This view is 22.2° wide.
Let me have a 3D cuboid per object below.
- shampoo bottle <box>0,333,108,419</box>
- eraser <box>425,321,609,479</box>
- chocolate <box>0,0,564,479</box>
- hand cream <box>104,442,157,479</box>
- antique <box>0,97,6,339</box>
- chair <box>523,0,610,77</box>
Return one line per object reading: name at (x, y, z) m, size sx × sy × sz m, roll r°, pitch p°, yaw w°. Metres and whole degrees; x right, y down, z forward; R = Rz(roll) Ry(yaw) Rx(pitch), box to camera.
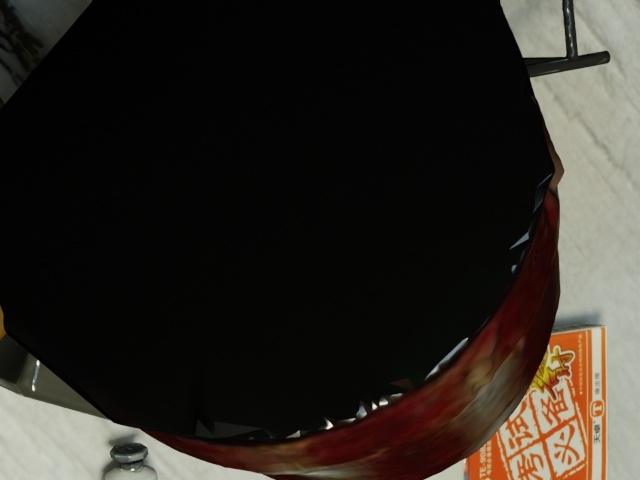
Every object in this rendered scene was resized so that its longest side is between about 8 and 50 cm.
shampoo bottle at (-0.133, 0.109, 1.292) m, size 0.246 × 0.080 × 0.079 m, roll 20°, pitch 86°, yaw -33°
eraser at (0.173, 0.167, 1.516) m, size 0.230 × 0.038 × 0.157 m, roll -6°, pitch 99°, yaw -32°
chocolate at (0.000, 0.000, 1.155) m, size 0.383 × 0.384 × 0.331 m, roll -65°, pitch 163°, yaw -9°
hand cream at (-0.149, 0.260, 1.324) m, size 0.067 × 0.042 × 0.194 m, roll -12°, pitch 106°, yaw -32°
antique at (-0.309, 0.008, 1.126) m, size 0.223 × 0.129 × 0.278 m, roll 39°, pitch 82°, yaw -41°
chair at (0.096, -0.188, 1.366) m, size 0.260 × 0.154 × 0.141 m, roll -14°, pitch 102°, yaw -33°
